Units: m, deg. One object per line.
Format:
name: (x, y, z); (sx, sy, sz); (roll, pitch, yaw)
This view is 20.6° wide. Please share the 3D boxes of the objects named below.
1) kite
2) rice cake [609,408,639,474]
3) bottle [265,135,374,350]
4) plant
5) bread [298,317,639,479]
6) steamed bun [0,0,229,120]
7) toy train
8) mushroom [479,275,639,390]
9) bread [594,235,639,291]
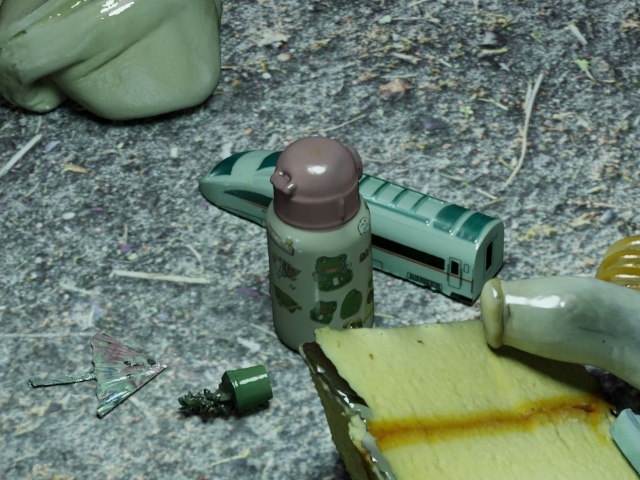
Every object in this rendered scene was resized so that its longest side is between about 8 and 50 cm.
kite: (-0.248, 0.149, 1.965); (0.157, 0.011, 0.139); (-7, 38, -7)
rice cake: (0.346, 0.236, 1.762); (0.030, 0.042, 0.180); (13, 30, -34)
bottle: (0.000, 0.000, 1.937); (0.120, 0.253, 0.120); (-1, 40, 1)
plant: (-0.105, 0.167, 1.904); (0.102, 0.051, 0.051); (-17, 42, -10)
bread: (0.182, 0.187, 1.746); (0.405, 0.242, 0.346); (-28, 49, -22)
steamed bun: (-0.299, -0.348, 2.363); (0.343, 0.255, 0.367); (-4, 39, 2)
toy train: (0.022, -0.042, 2.115); (0.407, 0.088, 0.086); (20, 46, 25)
mushroom: (0.334, 0.110, 1.858); (0.351, 0.109, 0.097); (20, 9, -2)
bread: (0.361, 0.060, 1.984); (0.119, 0.084, 0.177); (11, 38, 14)
